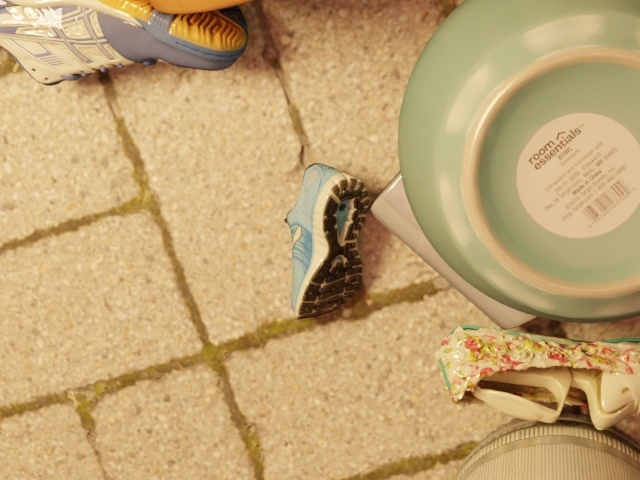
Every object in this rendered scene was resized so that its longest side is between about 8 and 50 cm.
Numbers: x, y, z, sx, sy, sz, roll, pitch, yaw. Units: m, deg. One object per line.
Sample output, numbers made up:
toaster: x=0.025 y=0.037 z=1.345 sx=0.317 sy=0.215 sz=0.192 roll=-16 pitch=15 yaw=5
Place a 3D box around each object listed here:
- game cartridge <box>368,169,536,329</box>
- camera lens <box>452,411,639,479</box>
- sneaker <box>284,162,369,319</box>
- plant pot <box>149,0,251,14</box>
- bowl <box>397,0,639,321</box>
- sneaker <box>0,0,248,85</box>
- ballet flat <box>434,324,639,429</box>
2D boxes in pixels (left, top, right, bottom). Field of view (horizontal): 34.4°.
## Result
game cartridge: x=0.207 y=-0.070 z=0.899 sx=0.196 sy=0.060 sz=0.294 roll=40 pitch=108 yaw=-3
camera lens: x=0.201 y=0.285 z=0.865 sx=0.219 sy=0.274 sz=0.219 roll=3 pitch=104 yaw=12
sneaker: x=0.000 y=0.000 z=0.963 sx=0.073 sy=0.063 sz=0.162 roll=44 pitch=131 yaw=44
plant pot: x=-0.072 y=-0.307 z=0.803 sx=0.291 sy=0.291 sz=0.203 roll=-11 pitch=118 yaw=15
bowl: x=0.205 y=-0.062 z=0.790 sx=0.312 sy=0.163 sz=0.311 roll=2 pitch=104 yaw=10
sneaker: x=-0.209 y=-0.198 z=0.947 sx=0.296 sy=0.112 sz=0.131 roll=20 pitch=124 yaw=9
ballet flat: x=0.220 y=0.128 z=0.912 sx=0.241 sy=0.077 sz=0.091 roll=4 pitch=139 yaw=4
